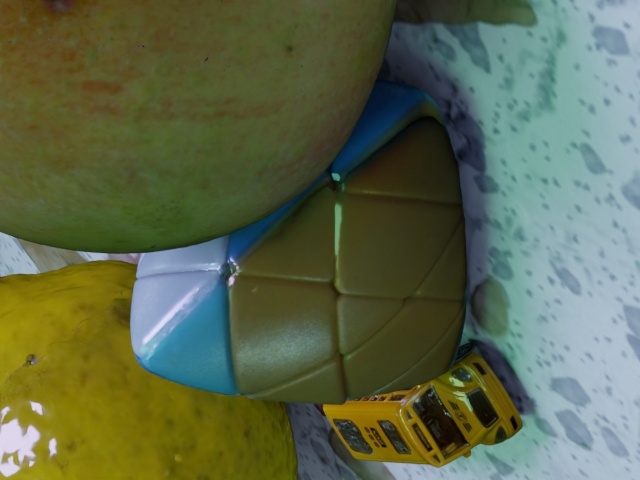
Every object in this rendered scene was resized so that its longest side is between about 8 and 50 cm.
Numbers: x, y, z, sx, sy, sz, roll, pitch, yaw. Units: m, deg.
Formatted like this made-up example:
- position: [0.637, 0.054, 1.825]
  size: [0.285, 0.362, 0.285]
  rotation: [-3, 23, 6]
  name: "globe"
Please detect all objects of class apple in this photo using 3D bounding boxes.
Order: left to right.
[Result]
- position: [-0.128, -0.144, 1.009]
  size: [0.319, 0.277, 0.319]
  rotation: [20, 114, 56]
  name: "apple"

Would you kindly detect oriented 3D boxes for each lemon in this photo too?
- position: [-0.182, 0.201, 1.516]
  size: [0.350, 0.350, 0.387]
  rotation: [-8, 110, 60]
  name: "lemon"

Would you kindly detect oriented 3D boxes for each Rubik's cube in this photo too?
- position: [0.000, 0.000, 1.216]
  size: [0.254, 0.254, 0.254]
  rotation: [37, 150, 26]
  name: "Rubik's cube"

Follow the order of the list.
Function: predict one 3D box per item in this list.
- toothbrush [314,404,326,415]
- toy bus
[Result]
- position: [-0.096, -0.007, 1.446]
  size: [0.364, 0.041, 0.041]
  rotation: [50, 154, 3]
  name: "toothbrush"
- position: [0.072, 0.122, 1.304]
  size: [0.069, 0.074, 0.162]
  rotation: [58, 154, -12]
  name: "toy bus"
